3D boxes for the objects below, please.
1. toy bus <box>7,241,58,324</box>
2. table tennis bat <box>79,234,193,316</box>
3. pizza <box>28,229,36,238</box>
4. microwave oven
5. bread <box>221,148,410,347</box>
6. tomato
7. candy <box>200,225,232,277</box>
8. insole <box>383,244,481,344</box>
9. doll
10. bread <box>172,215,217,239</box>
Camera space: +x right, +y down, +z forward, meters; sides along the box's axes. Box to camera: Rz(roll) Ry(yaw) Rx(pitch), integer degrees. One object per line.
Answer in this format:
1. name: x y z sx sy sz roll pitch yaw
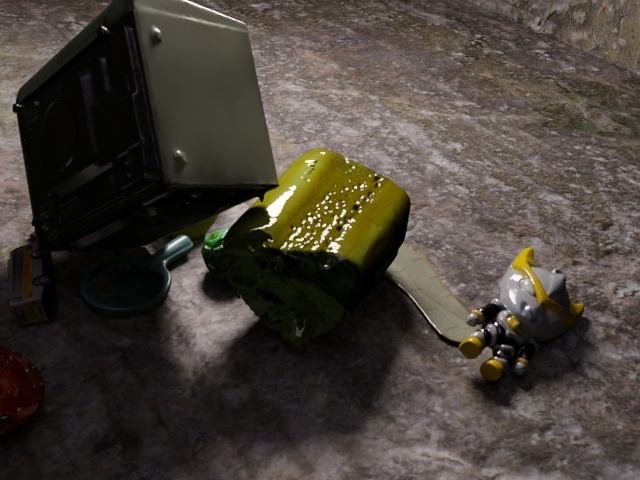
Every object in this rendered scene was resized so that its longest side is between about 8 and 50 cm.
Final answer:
1. toy bus: -0.480 0.069 1.195 0.072 0.057 0.172 -13 37 -16
2. table tennis bat: -0.312 0.056 1.266 0.149 0.038 0.237 23 39 24
3. pizza: -0.470 -0.041 1.382 0.176 0.036 0.185 -6 35 -19
4. microwave oven: -0.307 -0.172 1.165 0.394 0.333 0.247 -20 -13 42
5. bread: 0.000 0.000 1.241 0.251 0.208 0.376 32 39 4
6. tomato: -0.458 0.209 0.956 0.159 0.091 0.139 15 32 -42
7. candy: -0.080 0.001 1.367 0.323 0.097 0.097 -13 37 -40
8. insole: 0.182 0.080 1.341 0.119 0.009 0.348 -9 36 -24
9. doll: 0.346 0.121 1.229 0.145 0.103 0.316 32 46 27
10. bread: -0.263 -0.070 1.397 0.129 0.111 0.114 -44 48 -15
